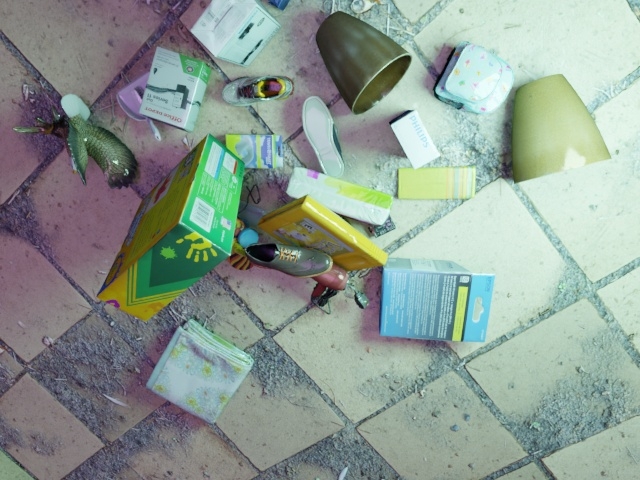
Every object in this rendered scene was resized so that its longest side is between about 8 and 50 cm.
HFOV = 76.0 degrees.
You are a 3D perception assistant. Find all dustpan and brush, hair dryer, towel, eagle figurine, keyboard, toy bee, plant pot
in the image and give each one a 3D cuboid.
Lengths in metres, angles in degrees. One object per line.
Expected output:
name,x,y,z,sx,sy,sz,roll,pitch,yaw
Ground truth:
dustpan and brush,-0.567,-0.421,1.331,0.147,0.060,0.211,-25,103,15
hair dryer,0.006,0.153,1.359,0.223,0.080,0.294,-16,122,32
towel,-0.477,0.523,1.609,0.320,0.090,0.375,33,109,-2
eagle figurine,-0.766,-0.301,1.326,0.298,0.226,0.225,29,147,15
towel,0.366,-0.182,1.296,0.237,0.021,0.102,0,102,9
keyboard,-0.315,-0.117,1.421,0.255,0.014,0.072,22,115,1
toy bee,-0.300,-0.032,1.361,0.162,0.195,0.299,-11,104,-31
plant pot,0.098,-0.514,1.146,0.215,0.215,0.230,-42,83,18
plant pot,0.631,-0.309,1.124,0.237,0.237,0.255,-13,91,12

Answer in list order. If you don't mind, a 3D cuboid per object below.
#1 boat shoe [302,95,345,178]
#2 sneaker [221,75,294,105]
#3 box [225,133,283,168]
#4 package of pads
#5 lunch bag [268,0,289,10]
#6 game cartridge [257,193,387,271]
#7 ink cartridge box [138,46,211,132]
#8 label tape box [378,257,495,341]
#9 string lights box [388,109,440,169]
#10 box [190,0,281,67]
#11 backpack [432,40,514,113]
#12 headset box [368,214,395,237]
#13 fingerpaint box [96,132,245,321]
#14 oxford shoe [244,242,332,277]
boat shoe,0.014,-0.318,1.271,0.095,0.079,0.255,-22,106,12
sneaker,-0.199,-0.463,1.247,0.225,0.093,0.088,-7,107,11
box,-0.215,-0.290,1.333,0.178,0.042,0.109,3,108,8
package of pads,0.067,-0.124,1.238,0.296,0.229,0.101,19,94,8
lunch bag,-0.117,-0.714,1.168,0.065,0.067,0.098,40,110,-5
game cartridge,0.000,0.000,1.260,0.323,0.053,0.285,36,152,-23
ink cartridge box,-0.447,-0.459,1.263,0.153,0.087,0.209,18,96,-2
label tape box,0.375,0.197,1.369,0.347,0.115,0.249,2,108,5
string lights box,0.257,-0.290,1.148,0.076,0.260,0.133,-28,101,16
box,-0.216,-0.576,1.111,0.087,0.290,0.169,44,106,-9
backpack,0.433,-0.442,1.138,0.188,0.144,0.166,25,104,-4
headset box,0.198,-0.051,1.354,0.083,0.032,0.062,-27,102,16
fingerpaint box,-0.413,-0.047,1.200,0.371,0.445,0.163,-36,124,23
oxford shoe,-0.100,0.058,1.244,0.271,0.098,0.097,5,78,7
